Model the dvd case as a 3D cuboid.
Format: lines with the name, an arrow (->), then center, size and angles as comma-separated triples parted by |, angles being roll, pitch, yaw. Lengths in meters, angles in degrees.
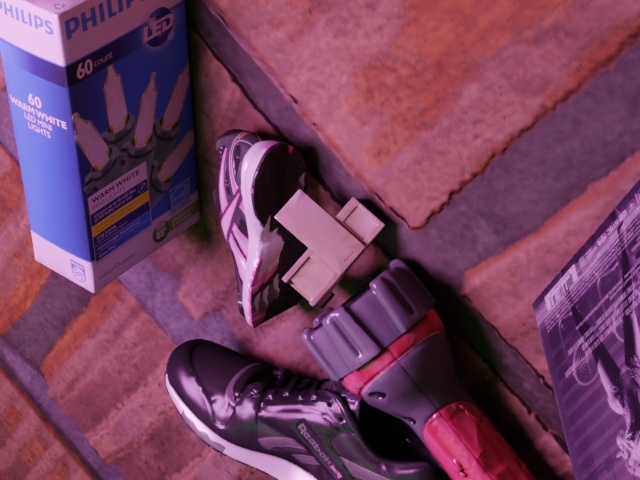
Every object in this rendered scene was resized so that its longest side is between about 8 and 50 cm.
dvd case -> 0.197, 0.086, 0.812 | 0.164, 0.018, 0.221 | 122, 150, -46

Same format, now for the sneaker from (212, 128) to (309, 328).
sneaker -> -0.051, -0.016, 1.073 | 0.077, 0.072, 0.178 | 37, 135, 39

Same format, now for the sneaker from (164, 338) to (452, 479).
sneaker -> -0.002, 0.148, 1.139 | 0.283, 0.107, 0.124 | 34, 124, 15

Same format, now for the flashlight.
flashlight -> 0.114, 0.160, 1.011 | 0.304, 0.103, 0.103 | 52, 139, 1

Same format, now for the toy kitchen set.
toy kitchen set -> 0.000, 0.000, 1.039 | 0.068, 0.083, 0.075 | 42, 180, 7

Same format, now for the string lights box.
string lights box -> -0.173, -0.102, 1.057 | 0.077, 0.133, 0.259 | 27, 136, 29
